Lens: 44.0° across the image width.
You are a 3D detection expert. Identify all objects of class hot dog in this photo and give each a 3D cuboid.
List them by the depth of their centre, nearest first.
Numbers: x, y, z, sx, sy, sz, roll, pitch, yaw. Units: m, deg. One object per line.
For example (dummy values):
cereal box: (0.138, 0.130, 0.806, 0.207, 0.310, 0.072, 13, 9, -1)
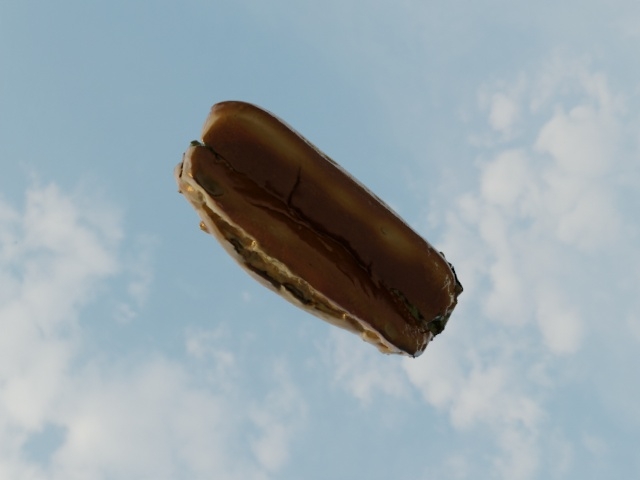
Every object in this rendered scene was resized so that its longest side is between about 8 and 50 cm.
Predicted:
hot dog: (0.000, 0.000, 0.638, 0.269, 0.072, 0.115, 41, -111, -14)
